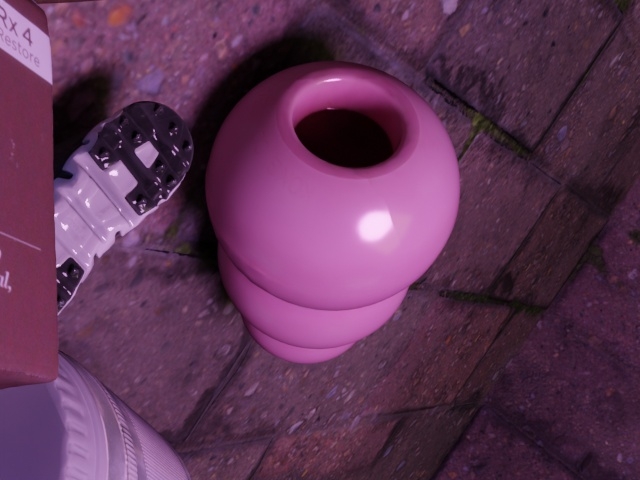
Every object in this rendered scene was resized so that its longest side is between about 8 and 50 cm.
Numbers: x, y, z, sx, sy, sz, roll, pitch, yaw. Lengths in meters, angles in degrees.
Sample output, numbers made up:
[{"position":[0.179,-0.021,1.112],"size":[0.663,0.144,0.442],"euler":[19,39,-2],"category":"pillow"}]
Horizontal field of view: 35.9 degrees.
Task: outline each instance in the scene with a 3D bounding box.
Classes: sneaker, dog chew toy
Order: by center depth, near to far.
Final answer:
[{"position":[-0.187,-0.001,0.633],"size":[0.234,0.106,0.078],"euler":[-47,113,-28],"category":"sneaker"},{"position":[0.000,0.000,0.872],"size":[0.206,0.206,0.332],"euler":[-40,160,-28],"category":"dog chew toy"}]

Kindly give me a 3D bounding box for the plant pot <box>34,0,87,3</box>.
[{"position":[-0.097,-0.197,0.447],"size":[0.230,0.215,0.215],"euler":[-28,148,-18],"category":"plant pot"}]

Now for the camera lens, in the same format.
[{"position":[-0.218,0.196,0.700],"size":[0.219,0.219,0.274],"euler":[-47,155,-14],"category":"camera lens"}]

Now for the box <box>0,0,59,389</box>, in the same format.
[{"position":[-0.227,-0.025,0.352],"size":[0.203,0.167,0.168],"euler":[-12,161,16],"category":"box"}]
